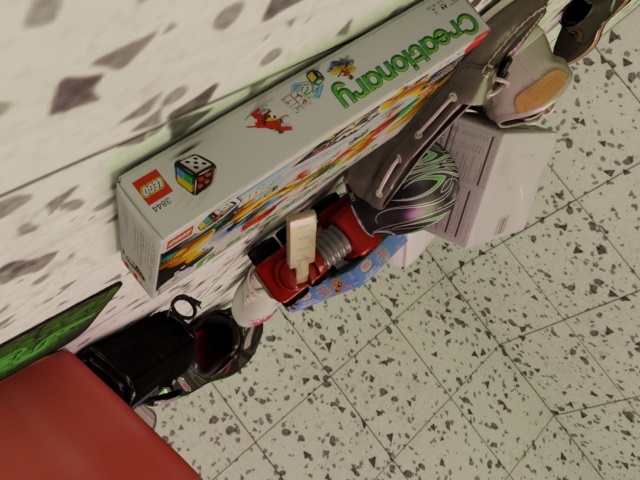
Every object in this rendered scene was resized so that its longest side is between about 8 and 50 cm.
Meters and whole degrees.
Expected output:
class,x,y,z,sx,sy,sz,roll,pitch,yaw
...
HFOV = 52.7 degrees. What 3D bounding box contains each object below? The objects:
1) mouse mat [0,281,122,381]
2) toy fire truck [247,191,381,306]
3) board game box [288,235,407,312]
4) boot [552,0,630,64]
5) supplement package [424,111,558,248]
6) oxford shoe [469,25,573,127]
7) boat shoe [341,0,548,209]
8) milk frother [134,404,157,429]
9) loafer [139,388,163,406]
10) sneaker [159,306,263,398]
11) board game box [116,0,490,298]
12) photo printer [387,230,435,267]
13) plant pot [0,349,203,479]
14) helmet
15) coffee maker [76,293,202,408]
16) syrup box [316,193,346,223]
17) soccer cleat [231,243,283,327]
class,x,y,z,sx,sy,sz,roll,pitch,yaw
mouse mat,-0.296,0.112,0.654,0.190,0.007,0.153,-32,174,-45
toy fire truck,0.000,0.000,1.051,0.217,0.158,0.246,-36,-169,-14
board game box,0.045,0.058,1.222,0.212,0.039,0.160,-28,-171,46
boot,0.444,-0.376,1.140,0.137,0.077,0.197,-30,160,-29
supplement package,0.288,-0.119,1.170,0.262,0.145,0.203,-12,122,-51
oxford shoe,0.333,-0.255,1.088,0.169,0.130,0.449,-40,177,16
boat shoe,0.150,-0.158,0.777,0.335,0.095,0.112,-40,176,38
milk frother,-0.353,0.283,1.204,0.143,0.129,0.134,-31,132,-5
loafer,-0.370,0.243,1.062,0.095,0.108,0.303,-7,-171,33
sneaker,-0.263,0.277,1.723,0.202,0.185,0.483,-34,179,25
board game box,-0.022,-0.074,0.531,0.305,0.053,0.193,-36,177,-22
photo printer,0.216,-0.101,1.370,0.256,0.107,0.307,-49,160,-15
plant pot,-0.316,0.284,0.773,0.275,0.243,0.275,-37,176,-3
helmet,0.133,-0.088,1.009,0.162,0.169,0.169,-20,-178,19
coffee maker,-0.277,0.174,0.962,0.178,0.120,0.171,-30,134,-68
syrup box,0.058,-0.040,1.424,0.093,0.096,0.237,-36,176,13
soccer cleat,-0.125,0.091,1.414,0.143,0.116,0.331,-7,152,-50
